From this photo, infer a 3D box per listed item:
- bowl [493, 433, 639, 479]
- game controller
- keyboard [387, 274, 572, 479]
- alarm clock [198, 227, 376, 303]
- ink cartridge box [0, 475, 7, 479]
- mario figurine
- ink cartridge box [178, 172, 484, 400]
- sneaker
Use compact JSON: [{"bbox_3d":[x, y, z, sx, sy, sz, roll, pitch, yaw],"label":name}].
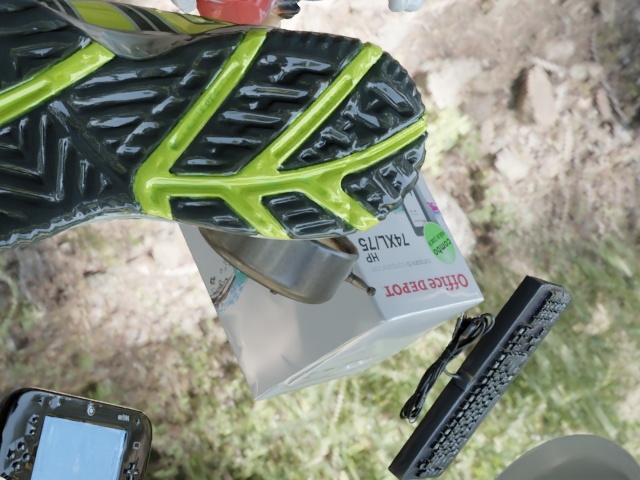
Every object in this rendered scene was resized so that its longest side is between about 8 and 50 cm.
[{"bbox_3d":[0.247,0.345,1.016,0.134,0.298,0.298,33,120,-18],"label":"bowl"},{"bbox_3d":[-0.346,0.303,1.492,0.319,0.067,0.167,30,76,-58],"label":"game controller"},{"bbox_3d":[0.189,0.177,1.337,0.201,0.033,0.317,16,112,-47],"label":"keyboard"},{"bbox_3d":[-0.051,-0.009,0.850,0.192,0.129,0.064,30,100,-32],"label":"alarm clock"},{"bbox_3d":[-0.364,0.220,0.869,0.114,0.272,0.197,-53,-171,-4],"label":"ink cartridge box"},{"bbox_3d":[-0.024,-0.252,1.056,0.198,0.170,0.320,-34,174,34],"label":"mario figurine"},{"bbox_3d":[0.000,0.000,1.146,0.197,0.270,0.198,-35,163,34],"label":"ink cartridge box"},{"bbox_3d":[-0.141,-0.067,0.599,0.384,0.147,0.145,8,97,-13],"label":"sneaker"}]
